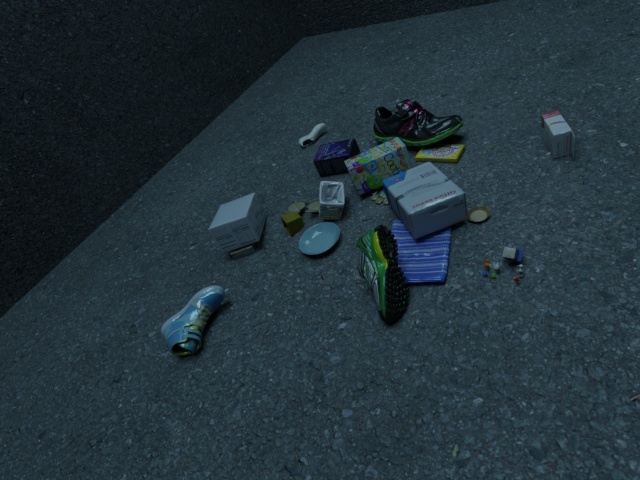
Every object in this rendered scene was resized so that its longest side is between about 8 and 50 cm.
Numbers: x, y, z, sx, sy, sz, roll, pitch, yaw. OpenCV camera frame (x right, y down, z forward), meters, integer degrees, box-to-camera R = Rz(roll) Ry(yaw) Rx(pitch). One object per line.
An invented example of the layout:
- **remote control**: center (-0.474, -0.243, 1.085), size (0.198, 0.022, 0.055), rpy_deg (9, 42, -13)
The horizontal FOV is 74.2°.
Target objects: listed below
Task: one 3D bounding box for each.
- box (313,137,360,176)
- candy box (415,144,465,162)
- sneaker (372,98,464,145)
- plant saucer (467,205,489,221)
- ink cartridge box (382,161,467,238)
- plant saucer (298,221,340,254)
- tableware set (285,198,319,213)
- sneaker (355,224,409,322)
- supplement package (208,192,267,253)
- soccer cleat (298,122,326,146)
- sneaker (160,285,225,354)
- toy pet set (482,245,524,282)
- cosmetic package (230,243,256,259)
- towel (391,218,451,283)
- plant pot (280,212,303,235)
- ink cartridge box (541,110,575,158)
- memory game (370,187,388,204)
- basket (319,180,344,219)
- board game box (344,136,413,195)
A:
- **box**: center (0.089, -0.432, 2.212), size (0.207, 0.108, 0.153), rpy_deg (-6, 44, 26)
- **candy box**: center (0.556, -0.407, 1.972), size (0.206, 0.027, 0.105), rpy_deg (11, 56, 38)
- **sneaker**: center (0.451, -0.578, 2.060), size (0.482, 0.202, 0.185), rpy_deg (12, 36, 37)
- **plant saucer**: center (0.606, -0.097, 1.623), size (0.083, 0.015, 0.083), rpy_deg (-17, 41, 15)
- **ink cartridge box**: center (0.410, -0.168, 1.693), size (0.223, 0.129, 0.307), rpy_deg (-21, 34, 0)
- **plant saucer**: center (0.000, 0.000, 1.863), size (0.195, 0.037, 0.195), rpy_deg (-16, 42, 15)
- **tableware set**: center (-0.064, -0.155, 2.067), size (0.194, 0.039, 0.128), rpy_deg (-1, 35, 22)
- **sneaker**: center (0.213, 0.126, 1.504), size (0.146, 0.134, 0.344), rpy_deg (-29, 57, 40)
- **supplement package**: center (-0.400, -0.090, 2.073), size (0.204, 0.145, 0.262), rpy_deg (-18, 28, 13)
- **soccer cleat**: center (-0.042, -0.624, 2.530), size (0.196, 0.068, 0.076), rpy_deg (-36, 44, 3)
- **sneaker**: center (-0.498, 0.343, 1.733), size (0.319, 0.127, 0.208), rpy_deg (-43, 39, -2)
- **toy pet set**: center (0.623, 0.077, 1.414), size (0.122, 0.065, 0.114), rpy_deg (14, 90, 43)
- **cosmetic package**: center (-0.371, 0.042, 2.034), size (0.115, 0.041, 0.060), rpy_deg (-20, 40, 10)
- **towel**: center (0.366, 0.030, 1.613), size (0.243, 0.040, 0.336), rpy_deg (-4, 46, 27)
- **plant pot**: center (-0.129, -0.086, 2.002), size (0.083, 0.081, 0.081), rpy_deg (-27, 38, -14)
- **ink cartridge box**: center (0.939, -0.410, 1.677), size (0.067, 0.115, 0.198), rpy_deg (-13, 42, 17)
- **memory game**: center (0.315, -0.229, 1.937), size (0.186, 0.012, 0.186), rpy_deg (-17, 41, 15)
- **basket**: center (0.049, -0.183, 1.954), size (0.113, 0.103, 0.167), rpy_deg (3, 45, -2)
- **board game box**: center (0.270, -0.344, 1.966), size (0.275, 0.144, 0.142), rpy_deg (-24, 28, 6)
